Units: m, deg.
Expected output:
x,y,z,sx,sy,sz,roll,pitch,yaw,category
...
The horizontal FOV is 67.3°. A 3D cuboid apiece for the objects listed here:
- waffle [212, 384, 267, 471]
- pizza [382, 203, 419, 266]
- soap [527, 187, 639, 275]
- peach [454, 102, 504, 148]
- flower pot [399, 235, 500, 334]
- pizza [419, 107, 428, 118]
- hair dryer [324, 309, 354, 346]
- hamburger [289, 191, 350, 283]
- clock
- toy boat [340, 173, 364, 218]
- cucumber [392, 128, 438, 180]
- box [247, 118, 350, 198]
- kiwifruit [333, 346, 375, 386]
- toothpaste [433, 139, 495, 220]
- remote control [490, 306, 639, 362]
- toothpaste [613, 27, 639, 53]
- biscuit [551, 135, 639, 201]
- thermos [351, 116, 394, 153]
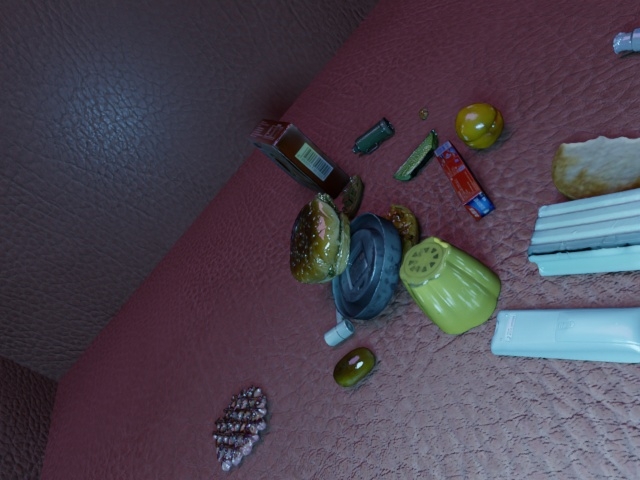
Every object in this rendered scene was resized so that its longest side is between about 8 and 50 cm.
x,y,z,sx,sy,sz,roll,pitch,yaw,category
-0.239,0.553,1.443,0.234,0.055,0.221,-52,29,6,waffle
0.221,-0.013,1.447,0.161,0.085,0.305,-35,30,27,pizza
0.561,-0.012,0.965,0.261,0.094,0.150,-11,41,51,soap
0.476,-0.345,1.434,0.138,0.138,0.138,-35,31,25,peach
0.289,0.094,1.120,0.195,0.179,0.195,-34,34,27,flower pot
0.396,-0.491,1.852,0.037,0.016,0.083,-25,35,27,pizza
0.053,0.242,1.419,0.082,0.047,0.137,-38,25,21,hair dryer
0.000,0.000,1.467,0.243,0.146,0.286,40,114,59,hamburger
0.125,0.074,1.374,0.312,0.061,0.312,-167,90,-68,clock
0.113,-0.166,1.799,0.064,0.072,0.206,-24,36,42,toy boat
0.344,-0.284,1.646,0.220,0.046,0.070,-51,30,1,cucumber
-0.101,-0.352,2.039,0.122,0.344,0.385,-52,28,-2,box
0.086,0.326,1.239,0.124,0.075,0.075,-38,30,12,kiwifruit
0.410,-0.183,1.394,0.066,0.076,0.320,-37,30,22,toothpaste
0.463,0.171,0.915,0.293,0.051,0.103,-13,45,49,remote control
0.862,-0.513,1.188,0.234,0.057,0.089,6,61,49,toothpaste
0.652,-0.157,1.057,0.309,0.040,0.204,1,55,56,biscuit
0.211,-0.417,1.978,0.188,0.083,0.073,-33,10,30,thermos
